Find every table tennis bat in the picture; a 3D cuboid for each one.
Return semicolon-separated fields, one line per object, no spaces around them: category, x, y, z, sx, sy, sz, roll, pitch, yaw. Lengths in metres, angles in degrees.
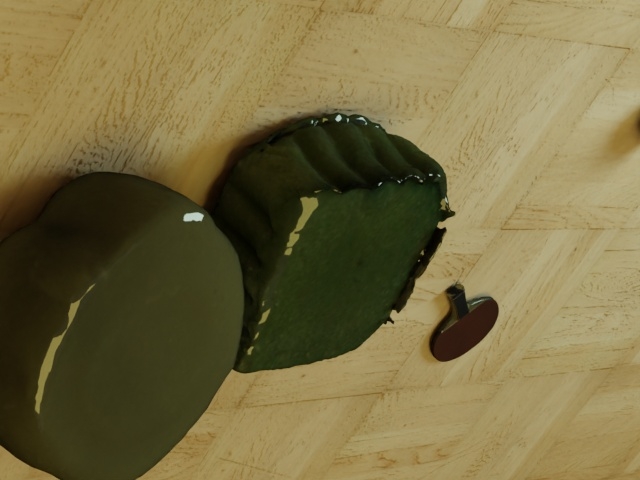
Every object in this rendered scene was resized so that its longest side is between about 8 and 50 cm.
table tennis bat;0.162;0.091;2.220;0.095;0.014;0.158;-35;153;-8

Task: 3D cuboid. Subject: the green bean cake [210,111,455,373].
green bean cake;0.000;0.000;1.789;0.222;0.125;0.227;-5;133;-44

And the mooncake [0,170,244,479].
mooncake;-0.185;0.072;1.625;0.275;0.135;0.275;-36;143;-34
